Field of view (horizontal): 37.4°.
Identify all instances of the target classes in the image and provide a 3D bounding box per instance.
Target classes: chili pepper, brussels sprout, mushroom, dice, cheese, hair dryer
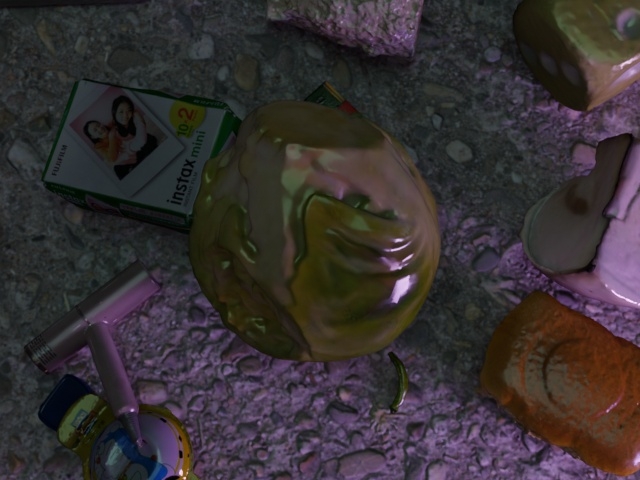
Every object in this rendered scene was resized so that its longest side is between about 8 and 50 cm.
[{"bbox_3d":[0.103,0.191,1.277,0.030,0.017,0.083,4,77,4],"label":"chili pepper"},{"bbox_3d":[0.000,0.000,1.175,0.344,0.344,0.268,-28,36,-5],"label":"brussels sprout"},{"bbox_3d":[0.386,-0.003,1.272,0.173,0.162,0.236,39,64,-25],"label":"mushroom"},{"bbox_3d":[0.380,-0.294,1.307,0.169,0.166,0.169,-33,78,-6],"label":"dice"},{"bbox_3d":[-0.269,0.271,1.246,0.250,0.064,0.156,30,78,20],"label":"cheese"},{"bbox_3d":[-0.260,0.154,1.247,0.195,0.053,0.220,-39,58,-8],"label":"hair dryer"}]

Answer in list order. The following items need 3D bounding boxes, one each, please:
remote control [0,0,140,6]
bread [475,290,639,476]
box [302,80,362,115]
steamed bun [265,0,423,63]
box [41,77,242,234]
[{"bbox_3d":[-0.402,-0.398,1.420,0.310,0.038,0.090,-3,75,1],"label":"remote control"},{"bbox_3d":[0.327,0.186,1.220,0.246,0.121,0.174,34,81,11],"label":"bread"},{"bbox_3d":[-0.032,-0.103,1.341,0.235,0.034,0.132,-42,79,-7],"label":"box"},{"bbox_3d":[0.036,-0.367,1.334,0.226,0.170,0.200,8,82,5],"label":"steamed bun"},{"bbox_3d":[-0.237,-0.114,1.299,0.250,0.103,0.180,12,77,16],"label":"box"}]
